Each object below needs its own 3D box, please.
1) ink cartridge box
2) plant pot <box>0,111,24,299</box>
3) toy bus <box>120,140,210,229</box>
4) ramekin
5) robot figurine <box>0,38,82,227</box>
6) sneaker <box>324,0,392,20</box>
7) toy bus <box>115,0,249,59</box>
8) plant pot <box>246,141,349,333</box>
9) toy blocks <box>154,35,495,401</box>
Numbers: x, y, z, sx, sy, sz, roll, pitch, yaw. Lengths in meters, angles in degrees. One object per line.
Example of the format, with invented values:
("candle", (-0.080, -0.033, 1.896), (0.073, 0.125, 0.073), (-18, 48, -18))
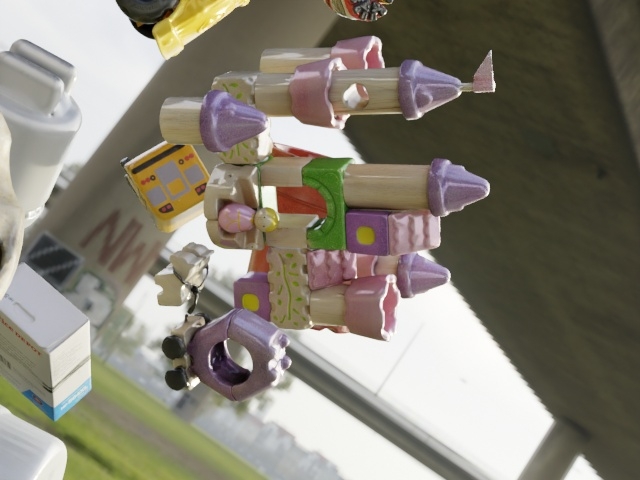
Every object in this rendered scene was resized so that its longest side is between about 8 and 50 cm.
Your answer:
("ink cartridge box", (-0.420, 0.153, 1.605), (0.148, 0.086, 0.203), (37, -36, 17))
("plant pot", (-0.371, -0.009, 0.662), (0.306, 0.333, 0.334), (-16, -39, 24))
("toy bus", (-0.251, -0.094, 1.788), (0.130, 0.108, 0.333), (58, -9, -1))
("ramekin", (-0.512, 0.409, 1.694), (0.135, 0.277, 0.277), (22, -12, 3))
("robot figurine", (-0.524, -0.152, 1.780), (0.200, 0.353, 0.300), (30, 24, -3))
("sneaker", (0.038, -0.383, 1.312), (0.088, 0.225, 0.093), (0, 11, -36))
("toy bus", (-0.166, -0.360, 1.287), (0.220, 0.211, 0.149), (59, 0, -1))
("plant pot", (0.000, 0.000, 1.808), (0.273, 0.265, 0.272), (18, 8, -3))
("toy blocks", (0.029, -0.029, 1.003), (0.260, 0.288, 0.309), (4, 19, 20))
